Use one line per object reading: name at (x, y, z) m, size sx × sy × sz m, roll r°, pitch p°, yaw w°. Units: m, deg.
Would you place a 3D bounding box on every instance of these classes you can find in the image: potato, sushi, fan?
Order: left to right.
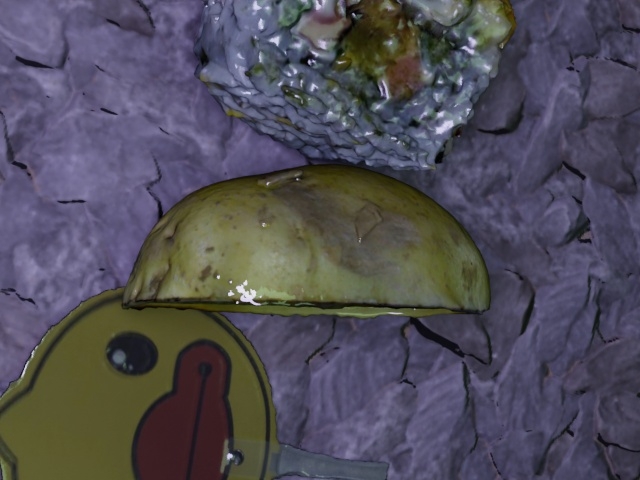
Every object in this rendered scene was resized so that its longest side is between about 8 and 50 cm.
fan at (-0.091, 0.157, 1.044) m, size 0.335 × 0.011 × 0.230 m, roll 13°, pitch 83°, yaw -29°
potato at (0.000, 0.000, 1.009) m, size 0.271 × 0.160 × 0.111 m, roll 4°, pitch 82°, yaw -27°
sushi at (0.030, -0.146, 1.015) m, size 0.274 × 0.139 × 0.184 m, roll 29°, pitch 83°, yaw -25°
